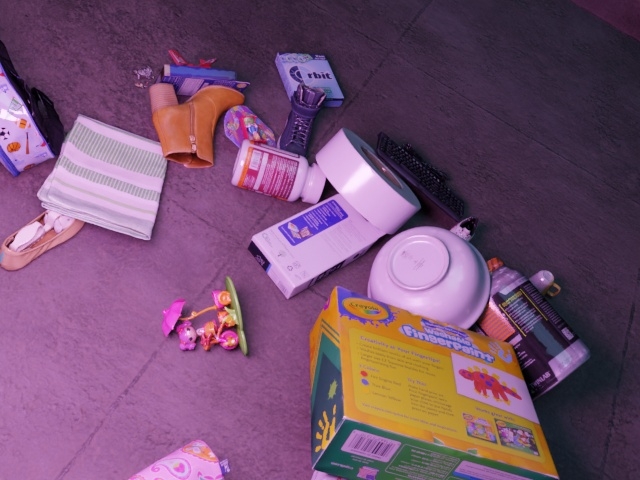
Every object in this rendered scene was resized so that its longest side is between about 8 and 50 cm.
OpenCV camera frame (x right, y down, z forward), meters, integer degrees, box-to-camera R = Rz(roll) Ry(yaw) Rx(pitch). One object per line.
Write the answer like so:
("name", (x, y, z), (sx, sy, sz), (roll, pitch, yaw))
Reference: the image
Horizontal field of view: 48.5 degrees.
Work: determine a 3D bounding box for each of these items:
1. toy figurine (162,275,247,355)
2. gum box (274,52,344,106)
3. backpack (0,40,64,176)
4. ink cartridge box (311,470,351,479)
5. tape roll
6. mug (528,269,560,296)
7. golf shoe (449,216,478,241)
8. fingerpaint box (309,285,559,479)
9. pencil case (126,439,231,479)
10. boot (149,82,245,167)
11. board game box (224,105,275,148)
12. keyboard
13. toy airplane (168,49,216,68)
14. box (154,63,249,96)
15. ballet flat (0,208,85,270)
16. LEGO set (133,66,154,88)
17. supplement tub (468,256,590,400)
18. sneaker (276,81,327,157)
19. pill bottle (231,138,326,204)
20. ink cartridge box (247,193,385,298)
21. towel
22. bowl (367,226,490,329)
("toy figurine", (-0.250, 0.176, 1.490), (0.159, 0.130, 0.173), (-13, 85, -15))
("gum box", (-0.034, -0.472, 2.088), (0.157, 0.041, 0.184), (-6, 59, -26))
("backpack", (-0.688, -0.273, 1.521), (0.213, 0.276, 0.263), (-38, 65, -11))
("ink cartridge box", (0.093, 0.553, 1.332), (0.272, 0.114, 0.197), (29, 49, 1))
("tape roll", (0.120, -0.150, 1.783), (0.286, 0.100, 0.286), (41, 16, -14))
("mug", (0.601, 0.113, 1.910), (0.078, 0.064, 0.062), (6, 53, -20))
("golf shoe", (0.355, -0.001, 1.876), (0.067, 0.086, 0.186), (39, 51, 6))
("fingerpaint box", (0.206, 0.325, 1.443), (0.444, 0.163, 0.371), (19, 32, -15))
("pencil case", (-0.298, 0.458, 1.233), (0.284, 0.124, 0.124), (-22, 66, -35))
("boot", (-0.297, -0.287, 1.817), (0.295, 0.104, 0.211), (-6, 74, -43))
("board game box", (-0.172, -0.283, 1.849), (0.168, 0.033, 0.133), (43, 46, -23))
("keyboard", (0.279, -0.191, 1.956), (0.317, 0.033, 0.201), (38, 29, -16))
("toy airplane", (-0.355, -0.482, 1.966), (0.151, 0.028, 0.151), (11, 46, -11))
("box", (-0.311, -0.414, 1.865), (0.225, 0.136, 0.037), (1, 81, -24))
("ballet flat", (-0.578, -0.023, 1.500), (0.080, 0.073, 0.232), (34, 49, 5))
("LEGO set", (-0.468, -0.440, 1.889), (0.054, 0.023, 0.083), (2, 55, -22))
("supplement tub", (0.469, 0.206, 1.698), (0.193, 0.193, 0.316), (-24, 68, -35))
("sneaker", (-0.050, -0.315, 1.887), (0.086, 0.163, 0.226), (16, 52, -14))
("pill bottle", (-0.104, -0.167, 1.779), (0.221, 0.121, 0.121), (16, 51, -12))
("ink cartridge box", (0.000, 0.000, 1.737), (0.332, 0.065, 0.165), (-28, 70, -35))
("towel", (-0.480, -0.154, 1.621), (0.247, 0.038, 0.325), (19, 39, -17))
("bowl", (0.237, 0.078, 1.638), (0.297, 0.134, 0.298), (-9, 58, 14))
